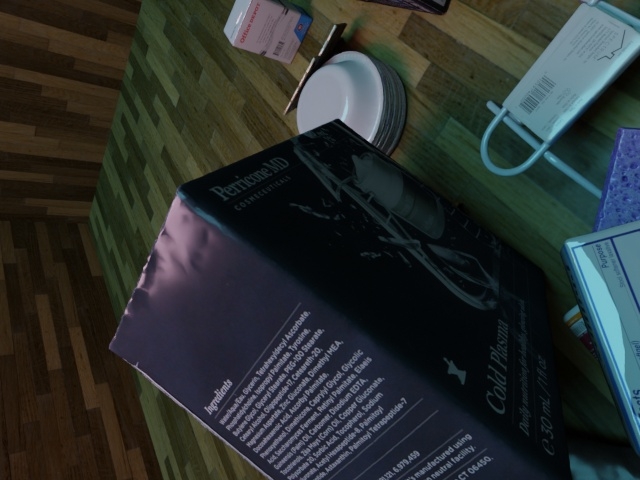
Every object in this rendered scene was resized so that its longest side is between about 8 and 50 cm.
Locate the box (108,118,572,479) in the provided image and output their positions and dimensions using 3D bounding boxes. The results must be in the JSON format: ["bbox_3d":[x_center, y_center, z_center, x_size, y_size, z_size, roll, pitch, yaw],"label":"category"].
[{"bbox_3d":[0.062,0.098,0.681,0.472,0.480,0.297,36,121,4],"label":"box"}]

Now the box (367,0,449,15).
[{"bbox_3d":[0.038,-0.581,0.910,0.318,0.395,0.097,37,118,44],"label":"box"}]

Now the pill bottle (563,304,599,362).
[{"bbox_3d":[0.449,0.155,0.665,0.086,0.086,0.152,-53,53,34],"label":"pill bottle"}]

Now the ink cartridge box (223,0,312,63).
[{"bbox_3d":[-0.148,-0.609,1.264,0.148,0.203,0.086,-53,53,33],"label":"ink cartridge box"}]

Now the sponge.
[{"bbox_3d":[0.463,-0.050,0.629,0.117,0.031,0.210,9,109,18],"label":"sponge"}]

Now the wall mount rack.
[{"bbox_3d":[0.430,-0.205,0.671,0.350,0.130,0.304,-55,48,32],"label":"wall mount rack"}]

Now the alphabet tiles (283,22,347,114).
[{"bbox_3d":[-0.008,-0.440,1.137,0.009,0.198,0.237,34,121,-2],"label":"alphabet tiles"}]

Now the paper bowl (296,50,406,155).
[{"bbox_3d":[0.053,-0.307,1.077,0.284,0.148,0.284,-3,86,48],"label":"paper bowl"}]

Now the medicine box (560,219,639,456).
[{"bbox_3d":[0.477,0.089,0.519,0.289,0.149,0.263,-20,74,25],"label":"medicine box"}]

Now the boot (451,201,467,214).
[{"bbox_3d":[0.208,0.053,0.944,0.220,0.109,0.283,-2,81,45],"label":"boot"}]

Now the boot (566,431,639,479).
[{"bbox_3d":[0.437,0.338,0.701,0.207,0.090,0.248,-30,66,31],"label":"boot"}]
